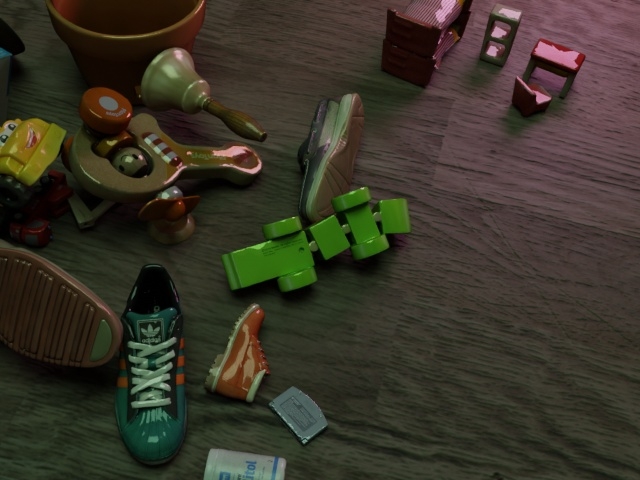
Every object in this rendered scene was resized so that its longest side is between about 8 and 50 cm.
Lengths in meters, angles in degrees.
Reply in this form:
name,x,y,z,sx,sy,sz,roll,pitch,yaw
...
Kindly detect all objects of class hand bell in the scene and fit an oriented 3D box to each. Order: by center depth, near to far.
name,x,y,z,sx,sy,sz,roll,pitch,yaw
hand bell,-0.189,-0.232,1.550,0.242,0.126,0.126,34,56,26

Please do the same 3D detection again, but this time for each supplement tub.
name,x,y,z,sx,sy,sz,roll,pitch,yaw
supplement tub,-0.103,0.327,1.209,0.107,0.071,0.071,7,51,0

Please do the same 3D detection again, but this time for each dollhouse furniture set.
name,x,y,z,sx,sy,sz,roll,pitch,yaw
dollhouse furniture set,0.332,-0.391,1.773,0.374,0.152,0.201,24,53,13

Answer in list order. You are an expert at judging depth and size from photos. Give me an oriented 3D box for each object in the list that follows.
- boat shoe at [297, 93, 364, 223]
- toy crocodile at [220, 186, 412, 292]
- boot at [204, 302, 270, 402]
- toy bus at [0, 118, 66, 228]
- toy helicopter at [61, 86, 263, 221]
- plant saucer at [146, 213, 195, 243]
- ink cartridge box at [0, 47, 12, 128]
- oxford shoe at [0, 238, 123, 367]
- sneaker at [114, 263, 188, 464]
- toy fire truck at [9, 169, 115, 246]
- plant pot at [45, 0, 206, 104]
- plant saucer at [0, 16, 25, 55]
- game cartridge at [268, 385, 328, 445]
name,x,y,z,sx,sy,sz,roll,pitch,yaw
boat shoe,0.005,-0.147,1.588,0.092,0.103,0.285,2,58,26
toy crocodile,0.000,0.000,1.464,0.341,0.105,0.115,-22,92,-16
boot,-0.107,0.172,1.345,0.085,0.059,0.157,20,61,7
toy bus,-0.545,-0.145,1.405,0.211,0.220,0.149,41,45,-24
toy helicopter,-0.245,-0.121,1.488,0.355,0.140,0.235,-3,52,-38
plant saucer,-0.257,-0.030,1.515,0.084,0.015,0.083,3,51,-4
ink cartridge box,-0.691,-0.283,1.541,0.233,0.171,0.168,30,38,10
oxford shoe,-0.441,0.067,1.323,0.397,0.140,0.146,25,10,18
sneaker,-0.251,0.170,1.287,0.108,0.121,0.302,-4,52,-8
toy fire truck,-0.422,-0.058,1.501,0.135,0.047,0.192,19,53,7
plant pot,-0.361,-0.399,1.680,0.291,0.203,0.290,3,52,-4
plant saucer,-0.694,-0.430,1.629,0.311,0.310,0.050,28,78,16
game cartridge,-0.030,0.258,1.307,0.056,0.017,0.083,-33,61,-24
